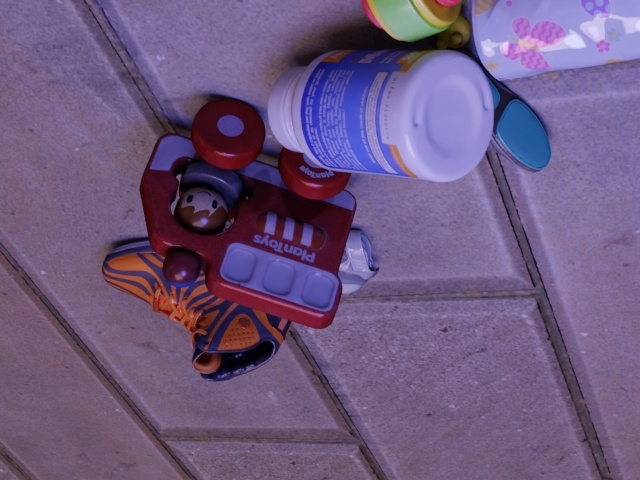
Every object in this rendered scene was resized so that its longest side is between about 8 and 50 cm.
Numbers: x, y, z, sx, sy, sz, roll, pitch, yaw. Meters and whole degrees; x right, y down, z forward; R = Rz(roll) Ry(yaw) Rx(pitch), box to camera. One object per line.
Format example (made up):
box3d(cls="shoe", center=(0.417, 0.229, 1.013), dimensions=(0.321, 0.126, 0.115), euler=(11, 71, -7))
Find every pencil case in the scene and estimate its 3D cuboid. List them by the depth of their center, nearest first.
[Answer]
box3d(cls="pencil case", center=(0.302, -0.252, 1.337), dimensions=(0.273, 0.113, 0.124), euler=(-8, 115, 27))

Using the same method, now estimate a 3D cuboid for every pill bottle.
box3d(cls="pill bottle", center=(0.061, -0.154, 1.472), dimensions=(0.272, 0.152, 0.152), euler=(11, 151, 49))

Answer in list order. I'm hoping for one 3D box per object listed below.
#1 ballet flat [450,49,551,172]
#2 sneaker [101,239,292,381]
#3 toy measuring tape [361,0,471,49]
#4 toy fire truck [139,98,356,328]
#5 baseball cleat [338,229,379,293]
box3d(cls="ballet flat", center=(0.209, -0.164, 1.539), dimensions=(0.213, 0.072, 0.068), euler=(41, 164, -29))
box3d(cls="sneaker", center=(-0.208, 0.113, 1.937), dimensions=(0.321, 0.180, 0.124), euler=(11, 143, 6))
box3d(cls="toy measuring tape", center=(0.066, -0.318, 1.336), dimensions=(0.121, 0.121, 0.330), euler=(-16, 133, 36))
box3d(cls="toy fire truck", center=(-0.100, -0.029, 1.653), dimensions=(0.302, 0.254, 0.169), euler=(18, 143, -4))
box3d(cls="baseball cleat", center=(0.000, 0.000, 1.826), dimensions=(0.206, 0.072, 0.109), euler=(33, 126, -29))
